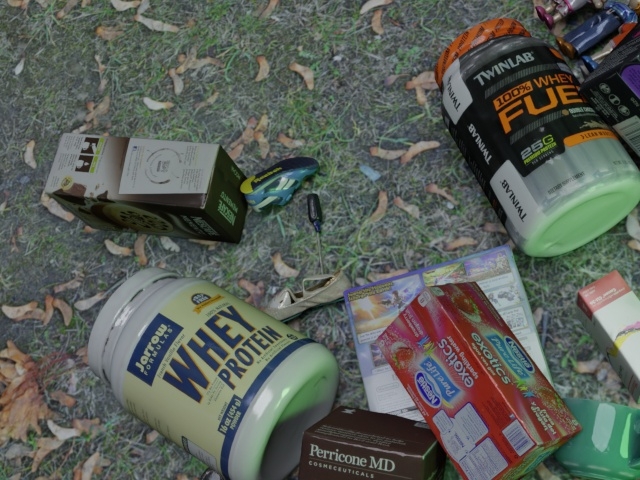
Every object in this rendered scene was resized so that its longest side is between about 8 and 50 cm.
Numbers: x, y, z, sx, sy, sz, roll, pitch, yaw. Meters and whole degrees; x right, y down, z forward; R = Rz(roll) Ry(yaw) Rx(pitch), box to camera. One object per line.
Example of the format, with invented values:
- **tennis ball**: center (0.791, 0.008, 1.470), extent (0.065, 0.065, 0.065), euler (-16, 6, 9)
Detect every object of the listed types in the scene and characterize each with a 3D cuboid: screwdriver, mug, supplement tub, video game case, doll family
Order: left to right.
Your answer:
- **supplement tub**: center (-0.161, 0.197, 1.332), extent (0.325, 0.235, 0.235), euler (27, 78, 23)
- **screwdriver**: center (0.000, 0.000, 1.489), extent (0.025, 0.024, 0.170), euler (-6, 71, -18)
- **video game case**: center (0.190, 0.159, 1.344), extent (0.269, 0.061, 0.244), euler (-16, 67, 9)
- **supplement tub**: center (0.317, -0.161, 1.355), extent (0.207, 0.207, 0.338), euler (-28, 64, 4)
- **mug**: center (0.379, 0.271, 1.192), extent (0.129, 0.158, 0.097), euler (11, 77, 4)
- **doll family**: center (0.479, -0.341, 1.450), extent (0.163, 0.118, 0.263), euler (-32, 46, 9)

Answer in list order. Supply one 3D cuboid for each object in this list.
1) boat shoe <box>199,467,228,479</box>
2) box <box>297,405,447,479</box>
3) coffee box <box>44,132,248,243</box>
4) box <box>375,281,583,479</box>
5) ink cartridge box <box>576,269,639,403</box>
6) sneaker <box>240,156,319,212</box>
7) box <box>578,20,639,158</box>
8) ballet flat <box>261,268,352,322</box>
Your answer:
- **boat shoe**: center (-0.171, 0.438, 1.333), extent (0.075, 0.065, 0.206), euler (1, 69, 17)
- **box**: center (0.068, 0.352, 1.209), extent (0.168, 0.167, 0.203), euler (7, 94, 19)
- **coffee box**: center (-0.288, -0.088, 1.522), extent (0.297, 0.168, 0.119), euler (6, 71, 19)
- **box**: center (0.208, 0.192, 1.199), extent (0.128, 0.122, 0.257), euler (-51, 58, 31)
- **ink cartridge box**: center (0.440, 0.152, 1.244), extent (0.067, 0.115, 0.198), euler (-31, 63, 1)
- **sneaker**: center (-0.066, -0.098, 1.530), extent (0.144, 0.059, 0.053), euler (-26, 31, -12)
- **box**: center (0.526, -0.259, 1.253), extent (0.270, 0.143, 0.165), euler (-45, 96, -17)
- **ballet flat**: center (-0.032, 0.089, 1.437), extent (0.168, 0.057, 0.052), euler (-21, 108, 1)
